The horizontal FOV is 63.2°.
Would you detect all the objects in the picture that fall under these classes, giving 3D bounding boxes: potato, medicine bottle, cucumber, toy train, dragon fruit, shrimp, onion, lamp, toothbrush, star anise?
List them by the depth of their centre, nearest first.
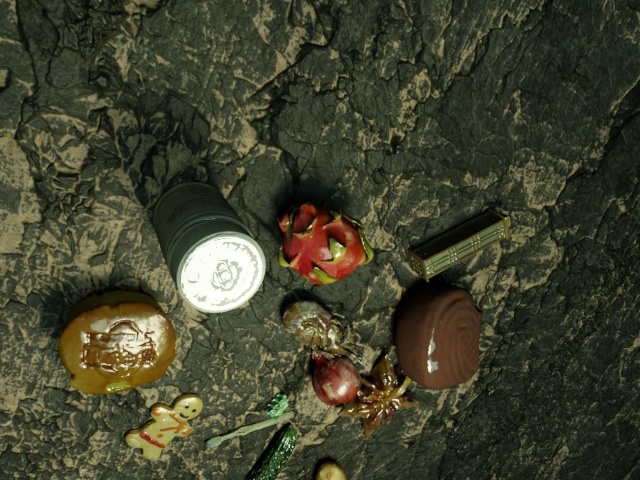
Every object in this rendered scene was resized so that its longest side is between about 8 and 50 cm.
[{"bbox_3d":[-0.256,0.004,1.156,0.190,0.332,0.190,-10,117,-21],"label":"medicine bottle"},{"bbox_3d":[0.004,0.004,1.352,0.224,0.224,0.227,-48,139,2],"label":"dragon fruit"},{"bbox_3d":[0.034,0.274,1.547,0.343,0.116,0.145,35,97,-27],"label":"shrimp"},{"bbox_3d":[0.035,0.408,1.600,0.159,0.159,0.195,-33,100,-8],"label":"onion"},{"bbox_3d":[0.437,0.009,1.630,0.325,0.090,0.089,-25,122,-11],"label":"lamp"},{"bbox_3d":[-0.215,0.589,1.635,0.294,0.026,0.028,-16,137,-18],"label":"toothbrush"},{"bbox_3d":[-0.132,0.519,1.637,0.083,0.033,0.053,-45,129,0],"label":"toy train"},{"bbox_3d":[-0.151,0.720,1.697,0.077,0.077,0.265,30,100,-33],"label":"cucumber"},{"bbox_3d":[0.218,0.519,1.757,0.349,0.109,0.292,-28,127,-12],"label":"star anise"},{"bbox_3d":[0.035,0.851,1.828,0.109,0.118,0.178,0,134,13],"label":"potato"}]

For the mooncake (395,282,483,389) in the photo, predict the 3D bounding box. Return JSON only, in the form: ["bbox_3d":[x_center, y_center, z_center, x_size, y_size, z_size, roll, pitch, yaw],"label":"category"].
[{"bbox_3d":[0.393,0.316,1.661,0.334,0.174,0.326,40,74,-27],"label":"mooncake"}]

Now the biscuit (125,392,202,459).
[{"bbox_3d":[-0.440,0.529,1.500,0.234,0.030,0.153,-38,125,-4],"label":"biscuit"}]

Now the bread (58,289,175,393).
[{"bbox_3d":[-0.494,0.246,1.269,0.270,0.148,0.270,-11,117,-21],"label":"bread"}]
